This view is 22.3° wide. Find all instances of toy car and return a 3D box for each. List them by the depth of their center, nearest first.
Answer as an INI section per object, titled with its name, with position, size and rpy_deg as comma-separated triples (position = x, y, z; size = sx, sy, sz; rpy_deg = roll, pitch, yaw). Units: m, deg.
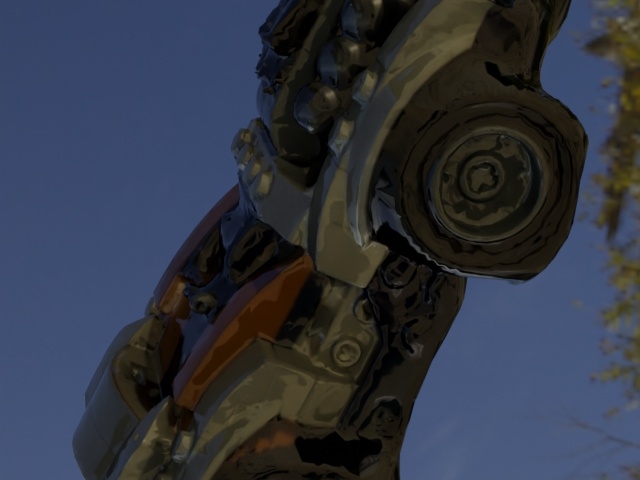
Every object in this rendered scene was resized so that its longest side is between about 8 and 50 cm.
[toy car]
position = -0.001, -0.002, 0.647
size = 0.118, 0.193, 0.301
rpy_deg = 20, -73, -17
